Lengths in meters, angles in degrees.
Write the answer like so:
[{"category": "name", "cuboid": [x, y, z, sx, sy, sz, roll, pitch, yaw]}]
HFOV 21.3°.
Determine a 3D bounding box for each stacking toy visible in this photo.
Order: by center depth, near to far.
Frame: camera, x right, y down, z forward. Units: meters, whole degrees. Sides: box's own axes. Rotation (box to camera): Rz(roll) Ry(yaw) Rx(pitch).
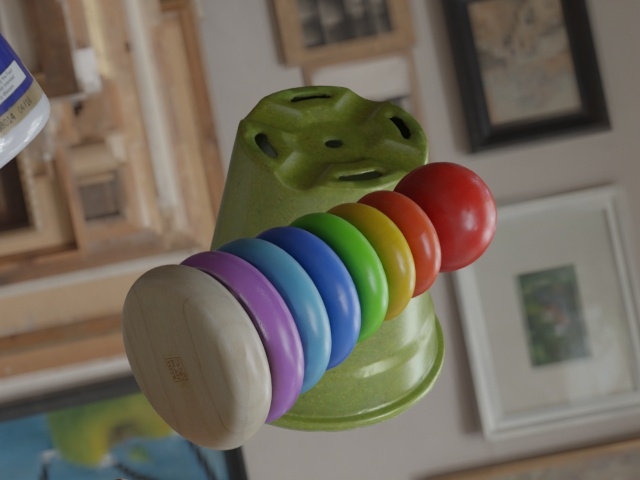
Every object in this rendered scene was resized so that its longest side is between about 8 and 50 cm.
[{"category": "stacking toy", "cuboid": [0.015, 0.031, 1.292, 0.330, 0.141, 0.141, -26, -171, -38]}]

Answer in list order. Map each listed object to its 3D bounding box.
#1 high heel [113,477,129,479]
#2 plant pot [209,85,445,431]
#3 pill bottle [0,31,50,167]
[{"category": "high heel", "cuboid": [-0.148, 0.253, 1.219, 0.117, 0.082, 0.244, -56, 174, -25]}, {"category": "plant pot", "cuboid": [0.000, 0.000, 1.647, 0.276, 0.254, 0.276, 4, -143, -3]}, {"category": "pill bottle", "cuboid": [-0.334, -0.160, 1.266, 0.153, 0.265, 0.153, -30, -161, 12]}]
